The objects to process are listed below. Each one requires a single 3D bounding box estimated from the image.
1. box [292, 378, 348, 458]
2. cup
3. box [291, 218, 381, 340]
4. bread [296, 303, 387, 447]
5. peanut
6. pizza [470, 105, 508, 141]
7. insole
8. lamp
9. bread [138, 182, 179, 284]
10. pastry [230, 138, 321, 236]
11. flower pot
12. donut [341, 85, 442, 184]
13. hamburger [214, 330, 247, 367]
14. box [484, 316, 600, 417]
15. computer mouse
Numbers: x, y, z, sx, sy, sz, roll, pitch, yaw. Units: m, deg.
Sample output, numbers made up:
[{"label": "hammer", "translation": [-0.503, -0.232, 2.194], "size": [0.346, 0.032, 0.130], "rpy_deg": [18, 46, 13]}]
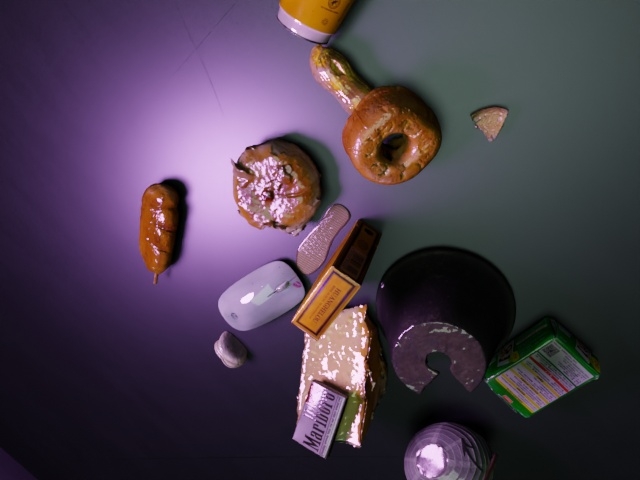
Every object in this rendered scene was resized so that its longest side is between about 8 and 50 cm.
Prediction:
[{"label": "box", "translation": [-0.001, 0.491, 1.283], "size": [0.115, 0.035, 0.178], "rpy_deg": [19, 92, 28]}, {"label": "cup", "translation": [0.019, -0.571, 0.966], "size": [0.196, 0.196, 0.280], "rpy_deg": [34, 127, 1]}, {"label": "box", "translation": [0.049, 0.087, 1.167], "size": [0.084, 0.301, 0.193], "rpy_deg": [35, 118, 0]}, {"label": "bread", "translation": [0.046, 0.390, 1.328], "size": [0.248, 0.279, 0.316], "rpy_deg": [-3, 124, 26]}, {"label": "peanut", "translation": [0.053, -0.370, 1.091], "size": [0.207, 0.087, 0.087], "rpy_deg": [45, 118, -7]}, {"label": "pizza", "translation": [0.387, -0.267, 1.064], "size": [0.083, 0.025, 0.078], "rpy_deg": [1, 108, 25]}, {"label": "insole", "translation": [0.000, 0.000, 1.312], "size": [0.086, 0.005, 0.253], "rpy_deg": [33, 118, 1]}, {"label": "lamp", "translation": [0.379, 0.653, 1.359], "size": [0.233, 0.233, 0.265], "rpy_deg": [42, 105, -3]}, {"label": "bread", "translation": [-0.490, -0.015, 1.417], "size": [0.124, 0.084, 0.344], "rpy_deg": [29, 121, 29]}, {"label": "pastry", "translation": [-0.118, -0.140, 1.223], "size": [0.256, 0.121, 0.236], "rpy_deg": [19, 117, 8]}, {"label": "flower pot", "translation": [0.302, 0.225, 1.182], "size": [0.378, 0.251, 0.380], "rpy_deg": [7, 114, 17]}, {"label": "donut", "translation": [0.164, -0.235, 1.065], "size": [0.226, 0.114, 0.227], "rpy_deg": [-7, 133, -8]}, {"label": "hamburger", "translation": [-0.295, 0.367, 1.520], "size": [0.121, 0.084, 0.054], "rpy_deg": [44, 116, -6]}, {"label": "box", "translation": [0.576, 0.339, 1.226], "size": [0.180, 0.103, 0.250], "rpy_deg": [43, 116, -4]}, {"label": "computer mouse", "translation": [-0.187, 0.176, 1.398], "size": [0.288, 0.097, 0.160], "rpy_deg": [-29, 99, 27]}]
